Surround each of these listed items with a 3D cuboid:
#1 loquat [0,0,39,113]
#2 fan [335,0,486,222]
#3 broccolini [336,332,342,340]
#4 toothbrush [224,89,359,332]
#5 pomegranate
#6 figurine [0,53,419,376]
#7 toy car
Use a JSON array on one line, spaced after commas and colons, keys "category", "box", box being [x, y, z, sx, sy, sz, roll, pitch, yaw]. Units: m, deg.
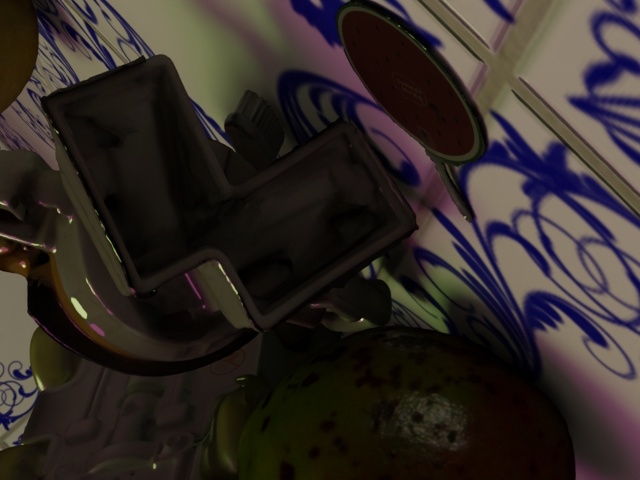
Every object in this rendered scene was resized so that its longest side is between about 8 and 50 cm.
[{"category": "loquat", "box": [-0.353, -0.188, 1.004, 0.213, 0.213, 0.213, 45, 168, 12]}, {"category": "fan", "box": [0.045, -0.049, 0.492, 0.085, 0.005, 0.133, 36, 163, 42]}, {"category": "broccolini", "box": [0.061, 0.155, 1.005, 0.194, 0.052, 0.054, 43, 164, 23]}, {"category": "toothbrush", "box": [0.000, 0.000, 0.778, 0.025, 0.030, 0.307, 13, 155, 26]}, {"category": "pomegranate", "box": [0.064, 0.159, 0.676, 0.246, 0.198, 0.198, 45, 173, -40]}, {"category": "figurine", "box": [-0.094, 0.003, 0.662, 0.308, 0.143, 0.308, 24, 155, 12]}, {"category": "toy car", "box": [-0.100, 0.175, 0.899, 0.336, 0.242, 0.226, -88, -24, -56]}]
